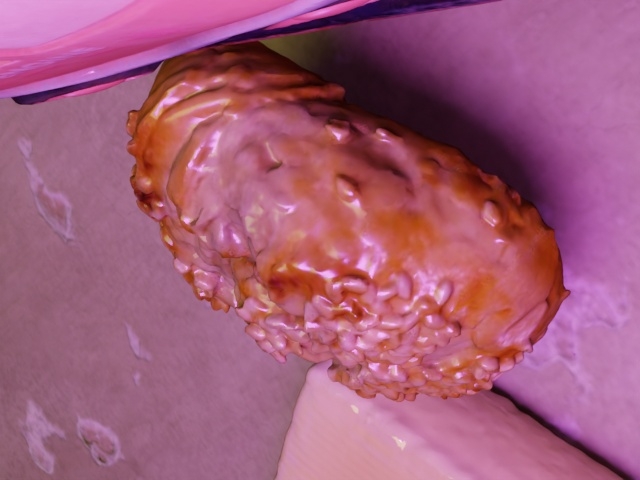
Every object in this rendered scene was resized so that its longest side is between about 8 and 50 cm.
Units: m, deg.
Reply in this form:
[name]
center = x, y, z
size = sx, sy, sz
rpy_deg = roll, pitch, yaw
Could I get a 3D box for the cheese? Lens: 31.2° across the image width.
[cheese]
center = 0.093, 0.232, 0.847
size = 0.265, 0.124, 0.243
rpy_deg = 33, 121, 28

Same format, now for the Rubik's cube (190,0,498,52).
[Rubik's cube]
center = 0.014, -0.285, 0.577
size = 0.343, 0.344, 0.337
rpy_deg = -1, 105, 39

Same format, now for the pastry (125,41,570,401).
[pastry]
center = 0.000, 0.000, 0.749
size = 0.310, 0.255, 0.162
rpy_deg = 33, 82, 23

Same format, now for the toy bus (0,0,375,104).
[toy bus]
center = -0.115, -0.140, 0.356
size = 0.287, 0.232, 0.194
rpy_deg = -6, 100, 43
